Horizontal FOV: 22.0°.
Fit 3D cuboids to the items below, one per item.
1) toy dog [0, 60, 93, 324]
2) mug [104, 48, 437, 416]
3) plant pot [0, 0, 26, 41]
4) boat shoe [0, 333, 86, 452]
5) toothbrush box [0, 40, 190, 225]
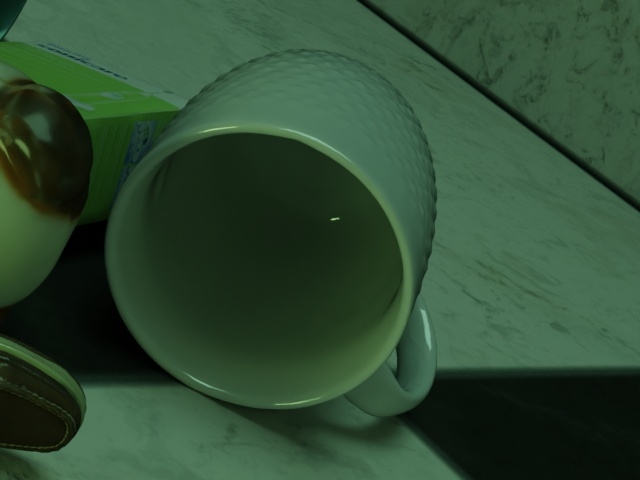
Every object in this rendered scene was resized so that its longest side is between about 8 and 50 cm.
[{"bbox_3d":[-0.372,-0.099,1.273,0.408,0.284,0.395,25,19,-19],"label":"toy dog"},{"bbox_3d":[0.000,0.000,1.568,0.374,0.276,0.328,57,22,-16],"label":"mug"},{"bbox_3d":[-0.470,-0.355,1.810,0.235,0.293,0.293,24,17,14],"label":"plant pot"},{"bbox_3d":[-0.293,0.109,1.155,0.258,0.095,0.095,18,34,-14],"label":"boat shoe"},{"bbox_3d":[-0.277,-0.109,1.627,0.206,0.122,0.283,23,17,18],"label":"toothbrush box"}]
